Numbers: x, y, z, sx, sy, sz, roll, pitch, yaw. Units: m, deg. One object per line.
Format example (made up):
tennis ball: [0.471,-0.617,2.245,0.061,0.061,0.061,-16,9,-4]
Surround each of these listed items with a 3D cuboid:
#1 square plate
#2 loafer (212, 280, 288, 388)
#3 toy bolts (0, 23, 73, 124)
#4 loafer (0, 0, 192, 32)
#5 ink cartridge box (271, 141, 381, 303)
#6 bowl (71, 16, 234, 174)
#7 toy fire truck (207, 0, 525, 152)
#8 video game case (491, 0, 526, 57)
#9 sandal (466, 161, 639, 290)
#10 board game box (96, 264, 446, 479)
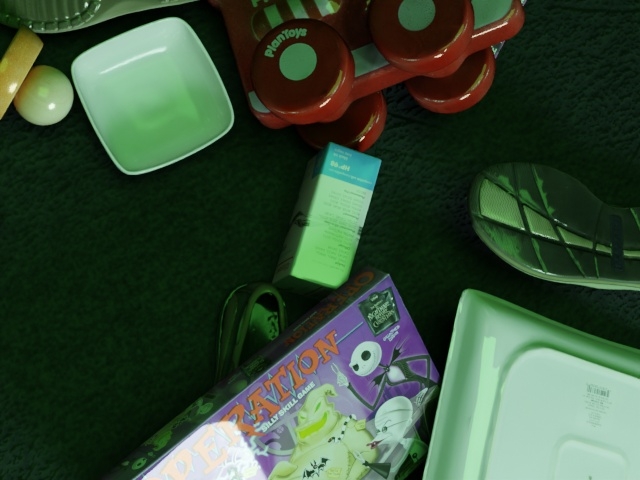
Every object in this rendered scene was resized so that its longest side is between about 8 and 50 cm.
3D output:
square plate: [0.260,0.258,1.302,0.347,0.049,0.344,19,77,-26]
loafer: [-0.067,0.172,1.260,0.096,0.084,0.268,0,82,-14]
toy bolts: [-0.343,-0.105,1.188,0.158,0.218,0.228,32,94,-14]
loafer: [-0.225,-0.275,1.284,0.268,0.092,0.102,-3,113,2]
ink cartridge box: [0.000,0.000,1.291,0.060,0.104,0.180,18,78,-10]
bowl: [-0.174,-0.144,1.297,0.142,0.053,0.142,-26,88,-15]
toy fire truck: [0.038,-0.245,1.278,0.302,0.169,0.254,-22,73,12]
video game case: [0.140,-0.321,1.404,0.210,0.042,0.232,31,76,-6]
sandal: [0.283,0.003,1.376,0.302,0.086,0.120,16,72,-26]
board game box: [-0.031,0.207,1.209,0.347,0.056,0.208,-38,115,-18]
